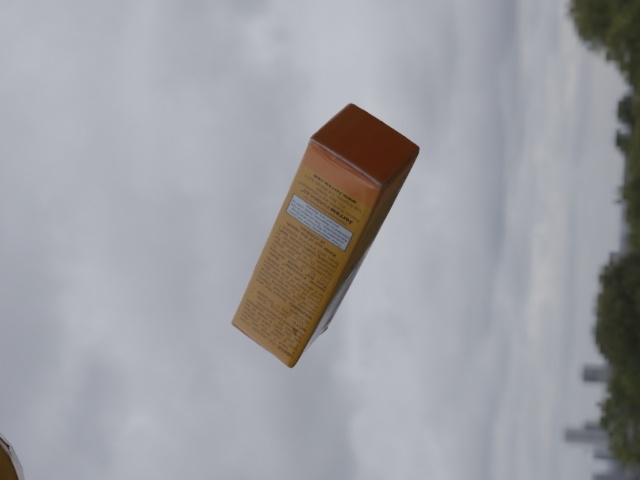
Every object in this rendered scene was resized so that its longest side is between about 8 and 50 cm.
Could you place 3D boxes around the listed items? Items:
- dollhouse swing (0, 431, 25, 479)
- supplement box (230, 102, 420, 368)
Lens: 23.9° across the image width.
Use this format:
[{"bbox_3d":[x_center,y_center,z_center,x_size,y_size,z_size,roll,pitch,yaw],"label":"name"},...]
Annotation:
[{"bbox_3d":[-0.068,0.050,0.240,0.347,0.305,0.315,68,-167,-60],"label":"dollhouse swing"},{"bbox_3d":[0.000,0.000,1.287,0.078,0.080,0.233,-45,-16,-48],"label":"supplement box"}]
